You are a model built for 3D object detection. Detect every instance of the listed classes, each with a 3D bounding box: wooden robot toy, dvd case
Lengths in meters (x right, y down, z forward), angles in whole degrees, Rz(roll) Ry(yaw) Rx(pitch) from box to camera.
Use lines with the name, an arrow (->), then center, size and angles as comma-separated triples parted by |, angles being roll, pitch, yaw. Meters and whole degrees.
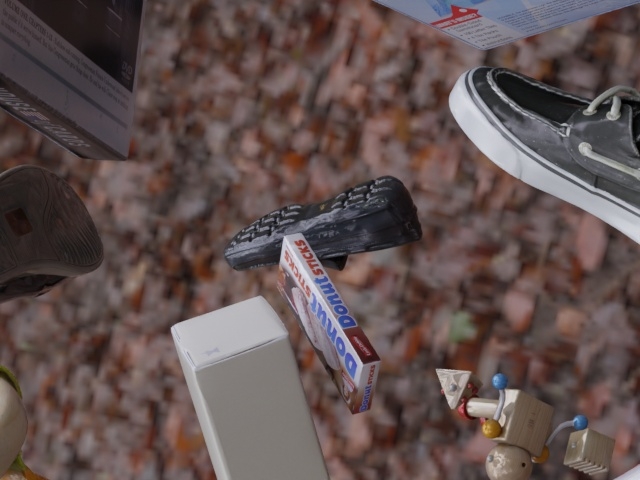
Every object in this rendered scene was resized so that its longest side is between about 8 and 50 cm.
wooden robot toy -> 0.148, 0.162, 1.369 | 0.076, 0.173, 0.079 | -11, 57, 50
dvd case -> -0.102, -0.166, 0.718 | 0.179, 0.029, 0.239 | 39, -123, -76

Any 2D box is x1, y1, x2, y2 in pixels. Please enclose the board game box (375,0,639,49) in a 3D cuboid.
board game box -> 0.100, -0.221, 1.019 | 0.318, 0.318, 0.066 | -12, 66, 47

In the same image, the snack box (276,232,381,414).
snack box -> 0.006, 0.074, 1.609 | 0.178, 0.022, 0.064 | -122, 32, -42

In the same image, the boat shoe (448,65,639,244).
boat shoe -> 0.179, -0.055, 1.046 | 0.219, 0.078, 0.070 | 32, 128, 16

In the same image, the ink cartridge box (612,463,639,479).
ink cartridge box -> 0.362, 0.102, 0.930 | 0.395, 0.285, 0.166 | -39, 74, 42

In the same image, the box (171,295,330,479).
box -> -0.049, 0.200, 1.614 | 0.113, 0.094, 0.275 | -130, 23, -65

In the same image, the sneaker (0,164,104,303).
sneaker -> -0.236, 0.014, 1.167 | 0.118, 0.222, 0.083 | -29, 84, 20

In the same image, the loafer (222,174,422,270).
loafer -> 0.000, 0.000, 1.831 | 0.223, 0.078, 0.076 | -16, 24, 27

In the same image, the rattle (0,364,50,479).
rattle -> -0.203, 0.165, 0.902 | 0.200, 0.130, 0.143 | -81, -16, -58
